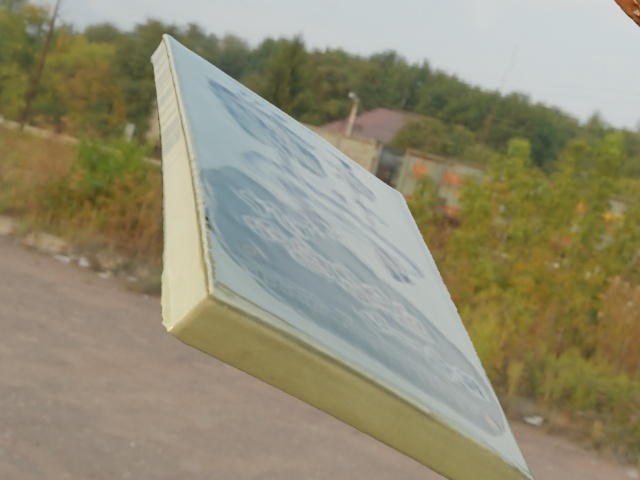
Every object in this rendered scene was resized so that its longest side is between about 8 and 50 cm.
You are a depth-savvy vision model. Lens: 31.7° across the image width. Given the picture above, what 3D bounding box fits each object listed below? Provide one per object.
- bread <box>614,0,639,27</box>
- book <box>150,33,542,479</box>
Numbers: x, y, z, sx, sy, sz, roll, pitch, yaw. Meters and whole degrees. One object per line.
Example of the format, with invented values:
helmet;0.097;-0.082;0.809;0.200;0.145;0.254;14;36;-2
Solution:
bread;0.195;-0.157;0.586;0.160;0.073;0.160;30;38;-26
book;0.000;0.000;0.780;0.260;0.043;0.371;31;21;-26
